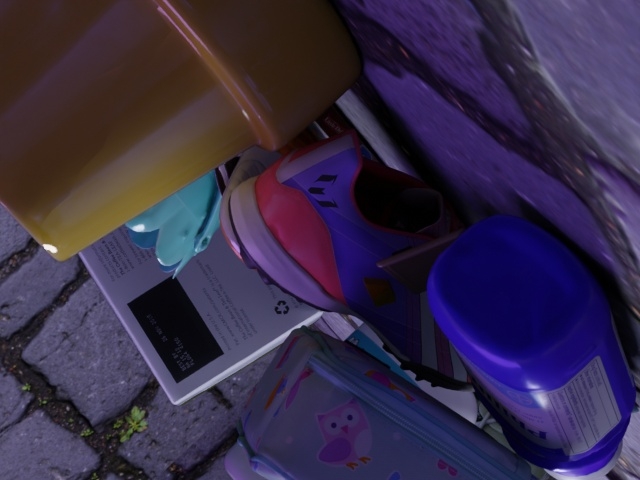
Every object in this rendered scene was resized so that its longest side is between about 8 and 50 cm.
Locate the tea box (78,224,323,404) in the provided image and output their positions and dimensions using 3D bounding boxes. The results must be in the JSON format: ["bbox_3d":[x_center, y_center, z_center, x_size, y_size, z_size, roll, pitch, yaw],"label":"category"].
[{"bbox_3d":[-0.178,0.020,2.272,0.329,0.220,0.323,58,174,2],"label":"tea box"}]

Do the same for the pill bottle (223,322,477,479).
[{"bbox_3d":[0.047,0.171,1.691,0.146,0.264,0.146,46,173,7],"label":"pill bottle"}]

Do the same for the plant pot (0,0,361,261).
[{"bbox_3d":[-0.141,-0.122,1.191,0.254,0.239,0.254,45,174,6],"label":"plant pot"}]

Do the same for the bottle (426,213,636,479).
[{"bbox_3d":[0.152,0.088,1.192,0.118,0.092,0.283,44,173,29],"label":"bottle"}]

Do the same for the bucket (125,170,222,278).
[{"bbox_3d":[-0.156,-0.127,1.548,0.281,0.183,0.281,46,174,6],"label":"bucket"}]

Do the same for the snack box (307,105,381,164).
[{"bbox_3d":[0.043,-0.047,1.438,0.178,0.022,0.064,49,175,-22],"label":"snack box"}]

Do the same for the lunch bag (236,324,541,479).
[{"bbox_3d":[0.058,0.159,1.268,0.224,0.108,0.279,32,179,-5],"label":"lunch bag"}]

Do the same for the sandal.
[{"bbox_3d":[-0.048,-0.036,1.406,0.102,0.076,0.265,54,-156,-8],"label":"sandal"}]

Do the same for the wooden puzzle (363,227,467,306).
[{"bbox_3d":[0.080,0.013,1.224,0.078,0.116,0.014,43,-149,-62],"label":"wooden puzzle"}]

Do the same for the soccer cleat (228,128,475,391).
[{"bbox_3d":[0.075,0.021,1.323,0.318,0.116,0.108,31,-145,-40],"label":"soccer cleat"}]

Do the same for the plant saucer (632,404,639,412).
[{"bbox_3d":[0.194,0.104,1.403,0.067,0.018,0.192,47,173,-7],"label":"plant saucer"}]

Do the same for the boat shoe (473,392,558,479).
[{"bbox_3d":[0.175,0.210,1.831,0.094,0.109,0.302,51,176,-22],"label":"boat shoe"}]
